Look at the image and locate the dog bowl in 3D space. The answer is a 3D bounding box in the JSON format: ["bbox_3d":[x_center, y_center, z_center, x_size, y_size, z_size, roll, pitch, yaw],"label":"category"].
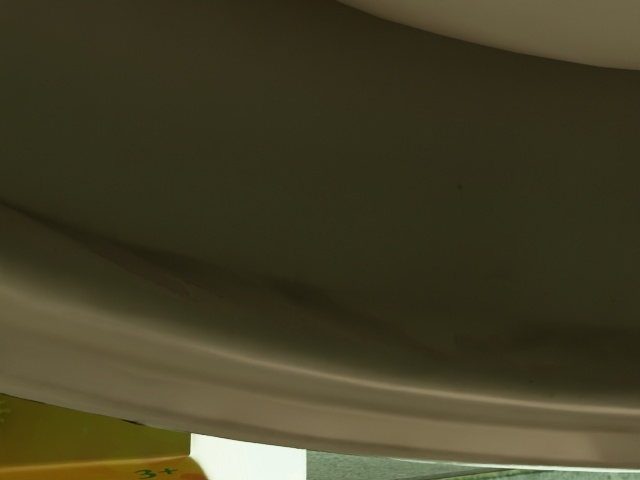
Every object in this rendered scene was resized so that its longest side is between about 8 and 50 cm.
[{"bbox_3d":[0.080,-0.083,0.264,0.408,0.150,0.408,0,159,0],"label":"dog bowl"}]

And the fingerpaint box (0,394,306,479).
[{"bbox_3d":[-0.249,0.114,1.000,0.445,0.163,0.371,-4,156,6],"label":"fingerpaint box"}]
